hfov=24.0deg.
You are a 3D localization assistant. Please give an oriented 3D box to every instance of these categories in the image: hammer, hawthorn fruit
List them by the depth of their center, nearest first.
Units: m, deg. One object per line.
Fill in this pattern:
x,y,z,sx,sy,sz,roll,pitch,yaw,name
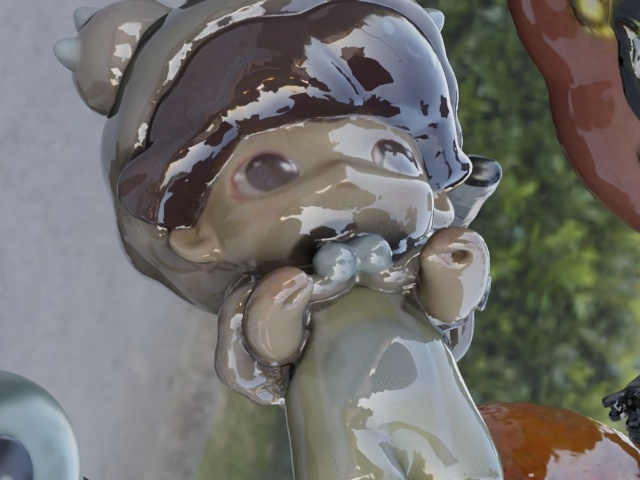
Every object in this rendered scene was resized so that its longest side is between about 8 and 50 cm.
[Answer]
0.166,0.255,1.209,0.258,0.262,0.258,20,61,-42,hawthorn fruit
0.141,-0.008,1.575,0.427,0.152,0.044,111,-7,-73,hammer

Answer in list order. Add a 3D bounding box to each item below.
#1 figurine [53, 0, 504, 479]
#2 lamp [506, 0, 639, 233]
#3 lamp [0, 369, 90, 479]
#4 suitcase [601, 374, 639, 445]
0.000,0.001,0.861,0.203,0.248,0.380,104,-28,-54,figurine
0.196,-0.096,0.507,0.239,0.305,0.305,-32,139,-45,lamp
-0.287,0.150,1.132,0.198,0.198,0.244,-24,94,-78,lamp
0.475,0.175,1.517,0.335,0.152,0.229,-31,100,-29,suitcase
